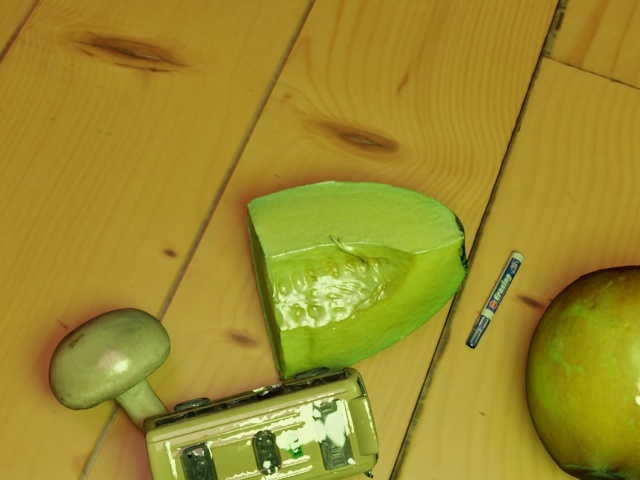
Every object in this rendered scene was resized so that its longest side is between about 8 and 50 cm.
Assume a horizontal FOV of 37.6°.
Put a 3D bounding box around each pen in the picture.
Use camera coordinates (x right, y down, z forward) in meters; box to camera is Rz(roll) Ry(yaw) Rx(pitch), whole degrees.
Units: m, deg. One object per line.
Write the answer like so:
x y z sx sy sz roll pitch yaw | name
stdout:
0.314 0.106 1.691 0.025 0.025 0.204 29 69 8 | pen

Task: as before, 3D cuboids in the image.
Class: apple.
0.517 0.226 1.475 0.384 0.374 0.374 9 67 18 | apple

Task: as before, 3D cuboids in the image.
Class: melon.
0.067 0.052 1.579 0.343 0.226 0.331 -10 82 -7 | melon

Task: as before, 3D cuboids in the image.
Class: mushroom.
-0.327 0.223 1.538 0.207 0.207 0.215 -34 106 -15 | mushroom

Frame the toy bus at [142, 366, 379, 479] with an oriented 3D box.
-0.086 0.318 1.470 0.365 0.202 0.177 -14 88 -10 | toy bus
